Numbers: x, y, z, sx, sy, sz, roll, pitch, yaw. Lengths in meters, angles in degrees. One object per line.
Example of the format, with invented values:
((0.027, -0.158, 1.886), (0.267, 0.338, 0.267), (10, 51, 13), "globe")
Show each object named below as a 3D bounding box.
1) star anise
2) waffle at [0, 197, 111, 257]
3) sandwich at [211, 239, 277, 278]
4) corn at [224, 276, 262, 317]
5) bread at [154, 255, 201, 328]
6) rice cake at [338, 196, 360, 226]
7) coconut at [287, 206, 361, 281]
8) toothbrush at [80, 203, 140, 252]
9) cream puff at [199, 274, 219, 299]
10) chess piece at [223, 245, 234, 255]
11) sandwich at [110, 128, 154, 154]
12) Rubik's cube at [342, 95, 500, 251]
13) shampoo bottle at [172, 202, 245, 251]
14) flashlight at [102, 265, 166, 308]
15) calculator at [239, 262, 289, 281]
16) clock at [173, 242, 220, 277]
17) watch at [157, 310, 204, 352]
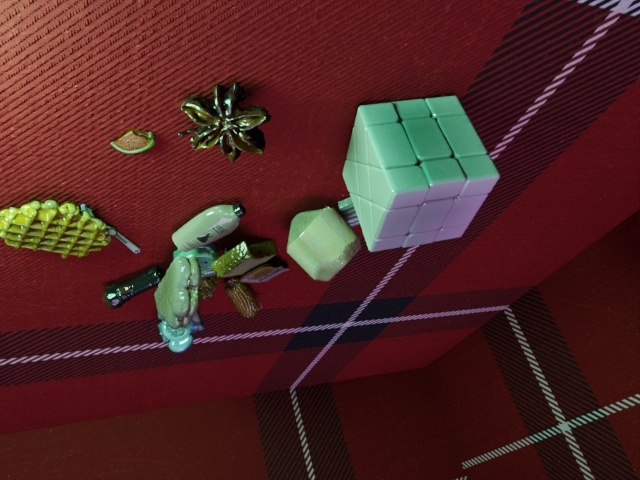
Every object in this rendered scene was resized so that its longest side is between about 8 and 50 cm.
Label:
((-0.228, -0.301, 1.226), (0.220, 0.126, 0.190), (23, 139, -9), "star anise")
((-0.776, -0.024, 1.438), (0.281, 0.058, 0.301), (-20, 150, 21), "waffle")
((-0.273, 0.067, 1.789), (0.186, 0.065, 0.214), (-32, 170, 24), "sandwich")
((-0.330, 0.244, 2.090), (0.106, 0.106, 0.293), (-17, 149, 0), "corn")
((-0.492, 0.202, 1.736), (0.102, 0.183, 0.337), (-4, 149, -35), "bread")
((0.171, -0.126, 1.791), (0.198, 0.037, 0.189), (-20, 149, 5), "rice cake")
((0.000, 0.000, 1.730), (0.239, 0.244, 0.239), (-46, 179, -1), "coconut")
((-0.654, -0.026, 1.552), (0.030, 0.030, 0.304), (-19, 150, 4), "toothbrush")
((-0.457, 0.176, 1.903), (0.146, 0.116, 0.146), (-11, 146, -7), "cream puff")
((-0.346, 0.057, 1.838), (0.042, 0.042, 0.093), (-1, 154, -26), "chess piece")
((-0.477, -0.254, 1.268), (0.101, 0.026, 0.069), (-25, 145, 9), "sandwich")
((0.271, -0.192, 1.451), (0.316, 0.322, 0.319), (-11, 151, -13), "Rubik's cube")
((-0.357, -0.048, 1.614), (0.257, 0.078, 0.127), (-29, 138, 14), "shampoo bottle")
((-0.678, 0.170, 1.807), (0.232, 0.093, 0.093), (-25, 149, 9), "flashlight")
((-0.224, 0.127, 1.962), (0.157, 0.033, 0.236), (-27, 168, 18), "calculator")
((-0.446, 0.063, 1.769), (0.159, 0.066, 0.211), (-13, 149, -8), "clock")
((-0.592, 0.365, 2.111), (0.211, 0.211, 0.193), (-10, 170, -11), "watch")
